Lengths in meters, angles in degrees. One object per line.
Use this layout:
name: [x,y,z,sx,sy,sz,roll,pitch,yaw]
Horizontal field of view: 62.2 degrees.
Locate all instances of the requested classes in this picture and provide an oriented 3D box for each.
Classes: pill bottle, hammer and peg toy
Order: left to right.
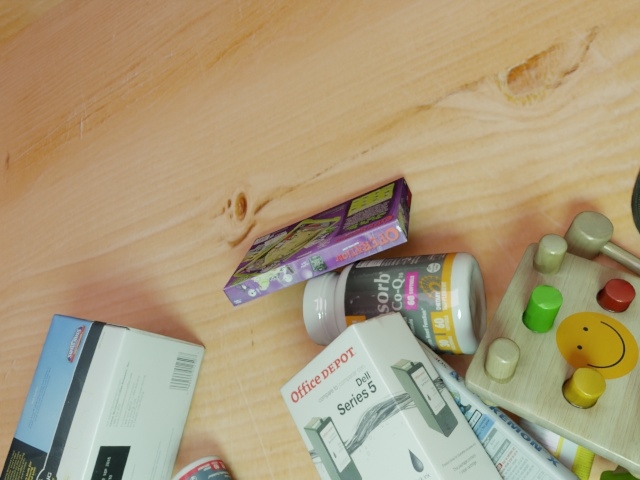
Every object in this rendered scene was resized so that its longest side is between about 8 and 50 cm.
pill bottle: [-0.186,0.489,0.942,0.108,0.108,0.180,-46,57,7]
pill bottle: [0.121,0.108,0.881,0.278,0.162,0.162,-7,68,27]
pill bottle: [0.327,0.271,0.738,0.103,0.103,0.184,15,79,33]
hammer and peg toy: [0.379,0.099,0.686,0.265,0.127,0.361,23,57,26]

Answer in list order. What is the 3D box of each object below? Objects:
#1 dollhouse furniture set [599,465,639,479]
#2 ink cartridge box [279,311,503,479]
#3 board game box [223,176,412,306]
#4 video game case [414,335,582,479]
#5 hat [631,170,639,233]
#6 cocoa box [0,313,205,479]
dollhouse furniture set: [0.493,0.400,0.620,0.197,0.151,0.302,-30,76,40]
ink cartridge box: [0.086,0.267,0.725,0.198,0.114,0.273,-48,62,35]
board game box: [0.000,0.000,0.987,0.346,0.208,0.056,-22,106,22]
video game case: [0.165,0.357,0.762,0.300,0.036,0.329,40,118,34]
hat: [0.602,-0.090,0.704,0.331,0.134,0.332,-10,67,25]
cocoa box: [-0.426,0.346,1.057,0.227,0.231,0.348,3,73,31]
